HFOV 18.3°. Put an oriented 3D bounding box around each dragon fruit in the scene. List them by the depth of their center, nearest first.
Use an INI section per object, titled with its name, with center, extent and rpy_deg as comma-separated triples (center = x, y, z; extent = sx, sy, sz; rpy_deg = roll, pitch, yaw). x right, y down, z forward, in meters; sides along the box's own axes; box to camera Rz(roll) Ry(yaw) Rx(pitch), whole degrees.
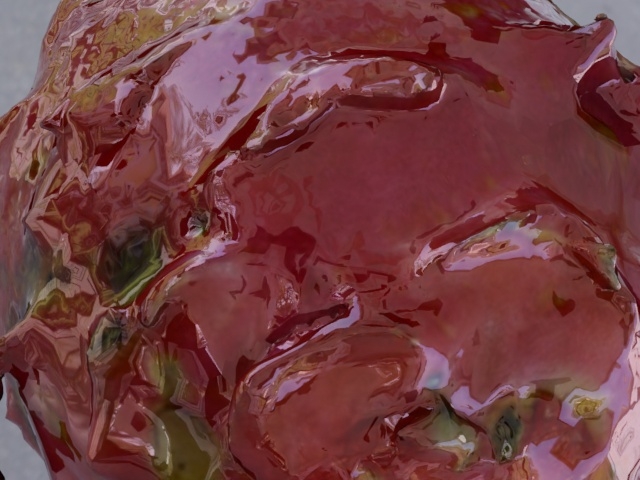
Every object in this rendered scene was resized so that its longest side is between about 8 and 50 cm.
[dragon fruit]
center = 0.000, 0.000, 0.562
extent = 0.205, 0.210, 0.268
rpy_deg = 4, 17, -23
